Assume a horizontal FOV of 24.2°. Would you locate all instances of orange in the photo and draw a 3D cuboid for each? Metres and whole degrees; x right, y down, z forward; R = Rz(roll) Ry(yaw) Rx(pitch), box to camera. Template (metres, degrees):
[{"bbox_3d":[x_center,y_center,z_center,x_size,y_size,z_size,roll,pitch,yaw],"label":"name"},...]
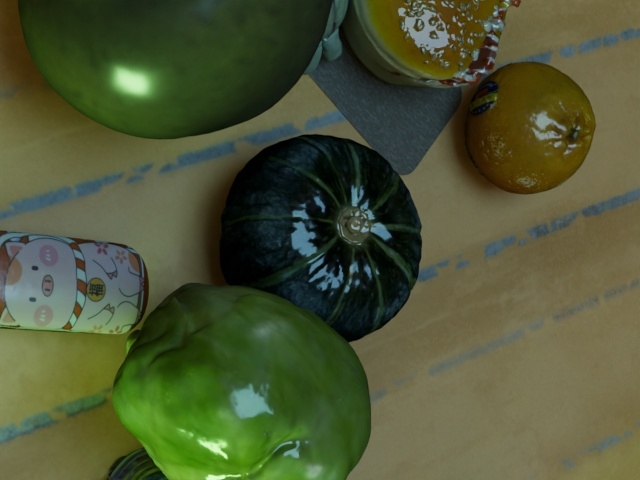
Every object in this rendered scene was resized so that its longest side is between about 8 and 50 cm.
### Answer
[{"bbox_3d":[0.275,-0.149,1.970,0.177,0.155,0.178,17,62,-36],"label":"orange"}]

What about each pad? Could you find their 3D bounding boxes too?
[{"bbox_3d":[0.071,-0.226,1.919,0.266,0.002,0.176,48,60,-22],"label":"pad"}]

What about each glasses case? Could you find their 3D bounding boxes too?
[{"bbox_3d":[-0.304,0.044,1.581,0.266,0.067,0.103,5,81,-36],"label":"glasses case"}]

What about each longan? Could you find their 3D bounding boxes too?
[{"bbox_3d":[-0.156,-0.287,1.564,0.361,0.361,0.361,4,83,-35],"label":"longan"}]

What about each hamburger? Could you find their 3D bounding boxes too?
[{"bbox_3d":[0.143,-0.333,1.893,0.227,0.151,0.295,26,70,-29],"label":"hamburger"}]

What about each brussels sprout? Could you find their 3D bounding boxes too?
[{"bbox_3d":[-0.083,0.174,1.578,0.273,0.316,0.243,24,81,-7],"label":"brussels sprout"}]

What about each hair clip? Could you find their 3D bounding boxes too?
[{"bbox_3d":[-0.174,0.292,1.667,0.172,0.049,0.116,37,51,-18],"label":"hair clip"}]

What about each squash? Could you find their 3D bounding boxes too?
[{"bbox_3d":[0.000,0.000,1.746,0.252,0.165,0.252,7,76,-31],"label":"squash"}]

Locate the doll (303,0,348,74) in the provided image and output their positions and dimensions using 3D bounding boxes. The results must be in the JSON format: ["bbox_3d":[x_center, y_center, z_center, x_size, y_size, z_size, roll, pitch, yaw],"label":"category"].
[{"bbox_3d":[-0.043,-0.332,1.779,0.155,0.113,0.275,-39,106,-35],"label":"doll"}]
